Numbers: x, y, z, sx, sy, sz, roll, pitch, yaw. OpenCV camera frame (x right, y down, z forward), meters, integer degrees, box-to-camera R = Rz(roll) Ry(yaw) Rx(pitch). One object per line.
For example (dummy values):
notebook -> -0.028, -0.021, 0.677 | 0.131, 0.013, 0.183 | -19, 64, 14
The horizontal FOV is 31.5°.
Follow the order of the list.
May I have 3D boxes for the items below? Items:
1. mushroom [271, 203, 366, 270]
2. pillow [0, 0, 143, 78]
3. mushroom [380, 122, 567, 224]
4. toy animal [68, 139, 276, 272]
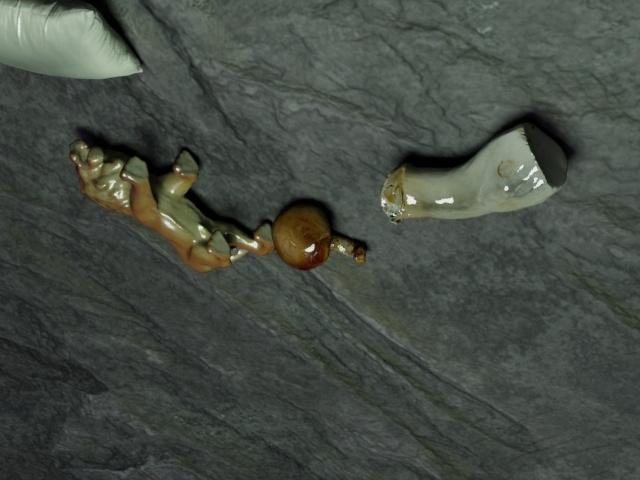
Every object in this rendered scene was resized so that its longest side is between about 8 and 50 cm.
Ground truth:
mushroom -> -0.003, 0.002, 1.447 | 0.130, 0.073, 0.088 | 18, 103, 3
pillow -> -0.348, -0.253, 1.339 | 0.254, 0.078, 0.144 | 13, 160, 14
mushroom -> 0.168, -0.065, 1.285 | 0.223, 0.081, 0.092 | -13, 144, 39
toy animal -> -0.196, -0.038, 1.501 | 0.312, 0.097, 0.157 | 40, 149, -19
